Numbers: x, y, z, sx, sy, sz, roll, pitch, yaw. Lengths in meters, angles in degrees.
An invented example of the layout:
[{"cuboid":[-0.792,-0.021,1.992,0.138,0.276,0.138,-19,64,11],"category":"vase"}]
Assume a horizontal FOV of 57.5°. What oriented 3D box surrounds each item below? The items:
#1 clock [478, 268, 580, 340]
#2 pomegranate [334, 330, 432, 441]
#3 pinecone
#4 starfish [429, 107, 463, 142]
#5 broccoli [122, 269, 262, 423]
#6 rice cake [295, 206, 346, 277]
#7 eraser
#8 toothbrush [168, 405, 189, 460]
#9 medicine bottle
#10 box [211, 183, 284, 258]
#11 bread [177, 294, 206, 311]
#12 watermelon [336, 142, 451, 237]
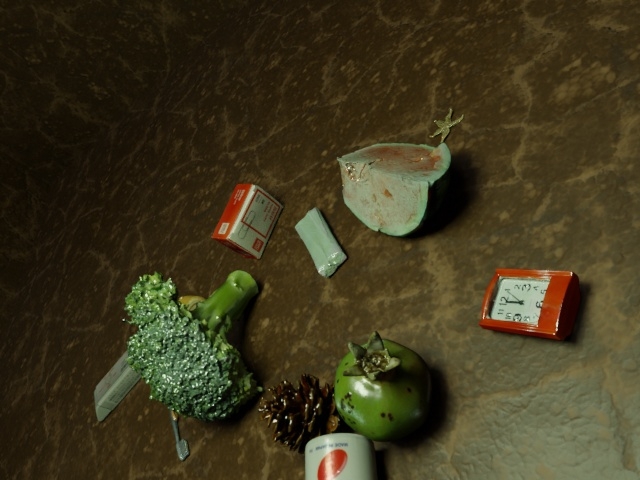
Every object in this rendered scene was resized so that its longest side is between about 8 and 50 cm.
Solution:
[{"cuboid":[0.354,0.109,0.991,0.155,0.061,0.113,2,64,51],"category":"clock"},{"cuboid":[0.105,0.246,1.014,0.181,0.224,0.181,-6,52,7],"category":"pomegranate"},{"cuboid":[-0.039,0.340,1.151,0.173,0.173,0.174,-27,45,31],"category":"pinecone"},{"cuboid":[0.297,-0.269,1.376,0.092,0.016,0.086,-25,48,29],"category":"starfish"},{"cuboid":[-0.254,0.255,1.403,0.274,0.397,0.353,5,91,19],"category":"broccoli"},{"cuboid":[0.000,0.001,1.464,0.080,0.042,0.222,-41,38,10],"category":"rice cake"},{"cuboid":[-0.589,0.399,1.775,0.352,0.061,0.089,-48,37,8],"category":"eraser"},{"cuboid":[-0.392,0.451,1.555,0.031,0.023,0.321,-42,39,5],"category":"toothbrush"},{"cuboid":[0.040,0.507,0.963,0.130,0.130,0.341,-28,45,30],"category":"medicine bottle"},{"cuboid":[-0.200,-0.055,1.646,0.099,0.133,0.182,6,65,47],"category":"box"},{"cuboid":[-0.372,0.222,1.627,0.073,0.122,0.149,1,64,44],"category":"bread"},{"cuboid":[0.174,-0.121,1.256,0.305,0.180,0.224,22,91,54],"category":"watermelon"}]
